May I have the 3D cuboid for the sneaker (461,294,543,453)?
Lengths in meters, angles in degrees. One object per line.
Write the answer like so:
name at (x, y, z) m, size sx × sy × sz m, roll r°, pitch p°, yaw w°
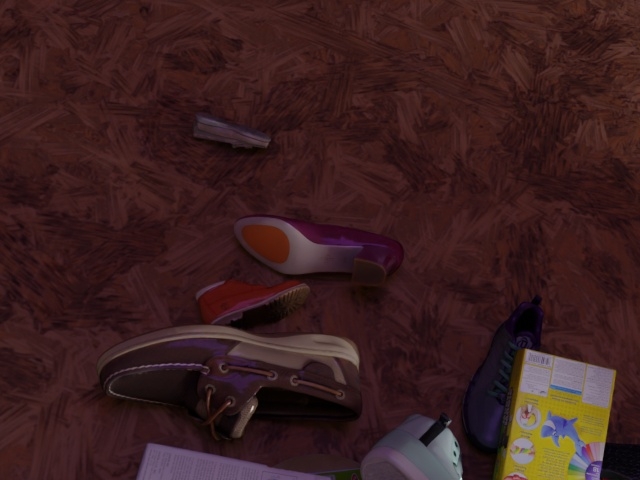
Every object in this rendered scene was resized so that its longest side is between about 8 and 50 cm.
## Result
sneaker at (0.250, 0.175, 1.407) m, size 0.083 × 0.098 × 0.224 m, roll 19°, pitch 52°, yaw 5°

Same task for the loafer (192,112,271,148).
loafer at (-0.141, -0.165, 1.643) m, size 0.125 × 0.039 × 0.045 m, roll 19°, pitch 19°, yaw 1°

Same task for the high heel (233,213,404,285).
high heel at (0.000, 0.000, 1.528) m, size 0.244 × 0.082 × 0.117 m, roll 12°, pitch 22°, yaw 15°

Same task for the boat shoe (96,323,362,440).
boat shoe at (-0.111, 0.190, 1.326) m, size 0.342 × 0.123 × 0.123 m, roll 4°, pitch 51°, yaw -15°

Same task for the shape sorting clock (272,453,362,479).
shape sorting clock at (0.001, 0.353, 1.266) m, size 0.206 × 0.040 × 0.206 m, roll -1°, pitch 48°, yaw 1°

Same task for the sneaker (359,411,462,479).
sneaker at (0.177, 0.322, 1.290) m, size 0.256 × 0.094 × 0.151 m, roll 47°, pitch 34°, yaw 5°

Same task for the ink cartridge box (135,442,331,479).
ink cartridge box at (-0.118, 0.353, 1.236) m, size 0.232 × 0.066 × 0.189 m, roll 13°, pitch 52°, yaw -2°

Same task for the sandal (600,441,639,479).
sandal at (0.395, 0.301, 1.380) m, size 0.179 × 0.040 × 0.067 m, roll 11°, pitch 45°, yaw 17°

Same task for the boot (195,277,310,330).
boot at (-0.095, 0.077, 1.451) m, size 0.158 × 0.059 × 0.085 m, roll -19°, pitch 53°, yaw -21°

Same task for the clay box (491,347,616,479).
clay box at (0.295, 0.261, 1.337) m, size 0.127 × 0.053 × 0.222 m, roll 14°, pitch 79°, yaw -3°
